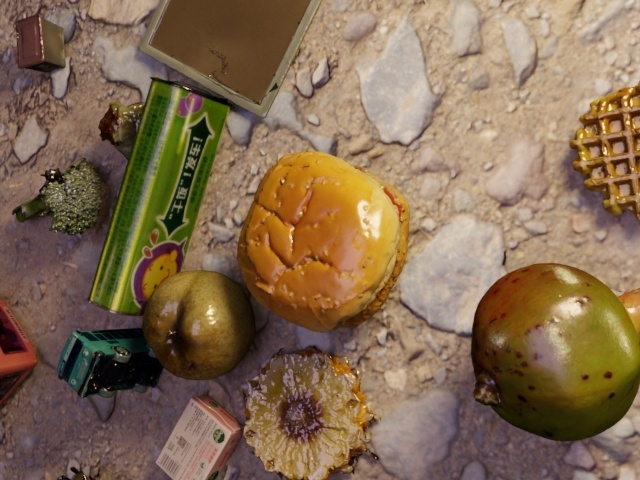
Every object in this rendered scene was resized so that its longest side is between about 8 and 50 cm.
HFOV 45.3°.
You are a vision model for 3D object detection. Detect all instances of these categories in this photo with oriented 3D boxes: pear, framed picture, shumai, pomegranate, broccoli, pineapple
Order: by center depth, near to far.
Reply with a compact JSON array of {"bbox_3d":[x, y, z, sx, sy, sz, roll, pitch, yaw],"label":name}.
[{"bbox_3d":[0.284,0.112,0.848,0.246,0.198,0.198,-26,77,22],"label":"pomegranate"},{"bbox_3d":[-0.018,0.248,1.071,0.221,0.047,0.221,-1,86,25],"label":"pineapple"},{"bbox_3d":[-0.176,0.120,1.103,0.167,0.136,0.167,11,112,29],"label":"pear"},{"bbox_3d":[-0.139,-0.336,1.173,0.273,0.016,0.217,33,101,23],"label":"framed picture"},{"bbox_3d":[-0.293,-0.175,1.201,0.123,0.087,0.099,0,86,25],"label":"shumai"},{"bbox_3d":[-0.442,-0.063,1.272,0.204,0.118,0.123,-9,95,41],"label":"broccoli"}]

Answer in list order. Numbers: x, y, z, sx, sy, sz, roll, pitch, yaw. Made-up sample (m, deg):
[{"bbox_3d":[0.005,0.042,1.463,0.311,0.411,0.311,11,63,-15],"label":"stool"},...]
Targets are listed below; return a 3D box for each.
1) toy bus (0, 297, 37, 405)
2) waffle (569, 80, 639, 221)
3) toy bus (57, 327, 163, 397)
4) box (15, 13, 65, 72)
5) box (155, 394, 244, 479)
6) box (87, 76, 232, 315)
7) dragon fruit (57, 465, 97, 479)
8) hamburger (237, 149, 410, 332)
[{"bbox_3d":[-0.698,0.279,1.304,0.427,0.233,0.203,-46,70,15],"label":"toy bus"},{"bbox_3d":[0.389,-0.108,0.892,0.191,0.038,0.191,-1,87,25],"label":"waffle"},{"bbox_3d":[-0.313,0.180,1.154,0.091,0.160,0.079,29,100,26],"label":"toy bus"},{"bbox_3d":[-0.476,-0.333,1.311,0.060,0.063,0.085,-8,85,27],"label":"box"},{"bbox_3d":[-0.180,0.306,1.148,0.089,0.043,0.125,36,103,23],"label":"box"},{"bbox_3d":[-0.241,-0.064,1.146,0.097,0.134,0.346,21,98,27],"label":"box"},{"bbox_3d":[-0.378,0.440,1.201,0.130,0.121,0.142,35,76,-8],"label":"dragon fruit"},{"bbox_3d":[0.000,0.000,1.008,0.244,0.163,0.245,-1,89,28],"label":"hamburger"}]
